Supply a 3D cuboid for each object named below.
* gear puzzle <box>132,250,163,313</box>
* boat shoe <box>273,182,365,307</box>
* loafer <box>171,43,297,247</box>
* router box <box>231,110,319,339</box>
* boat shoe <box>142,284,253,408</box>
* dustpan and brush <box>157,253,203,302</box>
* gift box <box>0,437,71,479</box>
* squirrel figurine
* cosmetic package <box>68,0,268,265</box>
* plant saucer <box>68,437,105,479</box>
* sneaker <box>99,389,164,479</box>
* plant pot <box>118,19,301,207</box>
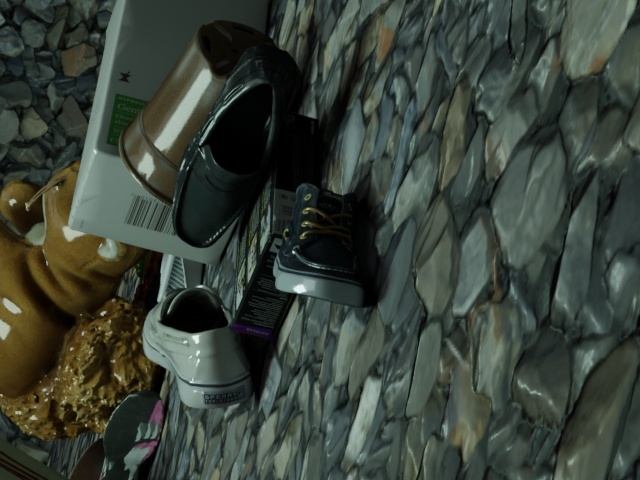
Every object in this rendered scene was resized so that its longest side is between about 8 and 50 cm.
[{"bbox_3d":[-0.265,0.031,2.297,0.339,0.044,0.175,-91,20,-50],"label":"gear puzzle"},{"bbox_3d":[0.000,0.000,1.146,0.183,0.065,0.083,-149,73,-78],"label":"boat shoe"},{"bbox_3d":[-0.087,-0.078,1.369,0.078,0.076,0.223,-80,15,-58],"label":"loafer"},{"bbox_3d":[-0.042,-0.017,1.393,0.179,0.046,0.133,-89,18,-46],"label":"router box"},{"bbox_3d":[-0.129,0.088,1.483,0.267,0.096,0.088,-130,34,-73],"label":"boat shoe"},{"bbox_3d":[-0.192,0.017,1.962,0.147,0.060,0.211,129,153,-61],"label":"dustpan and brush"},{"bbox_3d":[-0.323,0.387,1.707,0.276,0.258,0.255,-54,13,4],"label":"gift box"},{"bbox_3d":[-0.345,0.084,2.089,0.370,0.397,0.281,-33,-3,23],"label":"squirrel figurine"},{"bbox_3d":[-0.184,-0.167,1.839,0.155,0.197,0.365,118,160,-47],"label":"cosmetic package"},{"bbox_3d":[-0.309,0.368,2.003,0.198,0.036,0.199,15,-90,-77],"label":"plant saucer"},{"bbox_3d":[-0.254,0.274,1.937,0.077,0.072,0.178,-87,20,-78],"label":"sneaker"},{"bbox_3d":[-0.109,-0.137,1.598,0.165,0.167,0.167,-56,22,34],"label":"plant pot"}]
